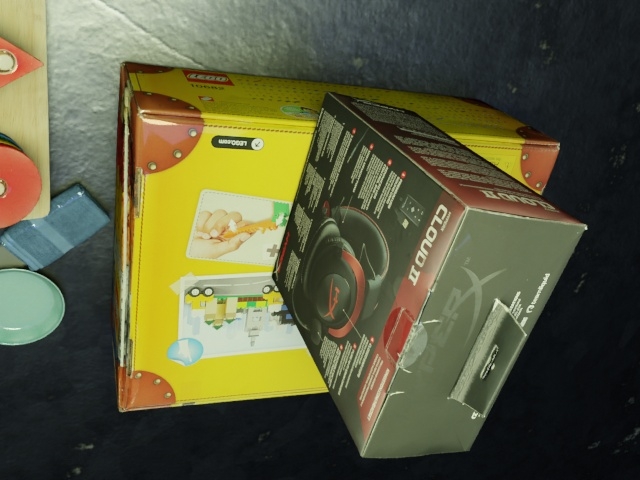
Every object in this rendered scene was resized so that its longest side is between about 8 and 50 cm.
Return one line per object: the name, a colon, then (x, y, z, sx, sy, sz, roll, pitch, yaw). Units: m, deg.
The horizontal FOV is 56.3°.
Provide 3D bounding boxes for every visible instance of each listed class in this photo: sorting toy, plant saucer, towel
sorting toy: (-0.380, -0.118, 0.556, 0.256, 0.089, 0.256, -10, 119, -39)
plant saucer: (-0.395, 0.082, 0.774, 0.120, 0.021, 0.119, -10, 123, -16)
towel: (-0.325, -0.016, 0.737, 0.120, 0.029, 0.067, -33, 127, 0)

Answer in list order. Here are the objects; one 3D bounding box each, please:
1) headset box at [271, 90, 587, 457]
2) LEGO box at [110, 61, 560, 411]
headset box: (0.069, 0.023, 0.520, 0.110, 0.293, 0.217, 6, 115, -25)
LEGO box: (0.000, 0.000, 0.778, 0.501, 0.193, 0.372, 1, 119, -22)
